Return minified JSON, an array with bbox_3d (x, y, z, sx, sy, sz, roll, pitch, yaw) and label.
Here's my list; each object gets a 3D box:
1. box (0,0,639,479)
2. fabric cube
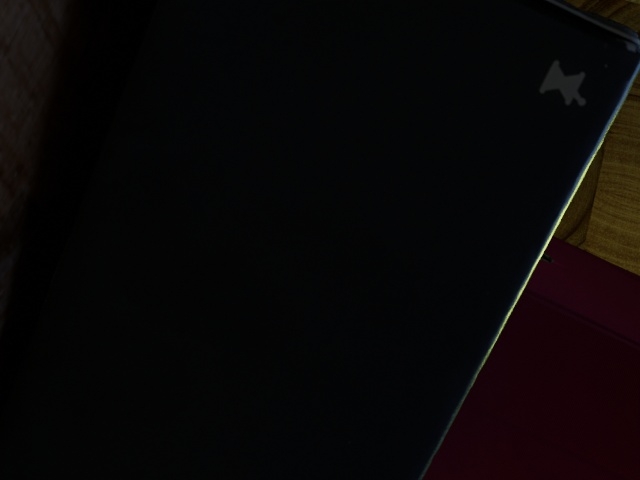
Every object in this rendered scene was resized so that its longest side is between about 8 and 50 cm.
[{"bbox_3d":[0.000,0.000,0.685,0.472,0.298,0.479,-58,172,-77],"label":"box"},{"bbox_3d":[0.236,0.149,0.778,0.259,0.258,0.254,-66,175,21],"label":"fabric cube"}]
